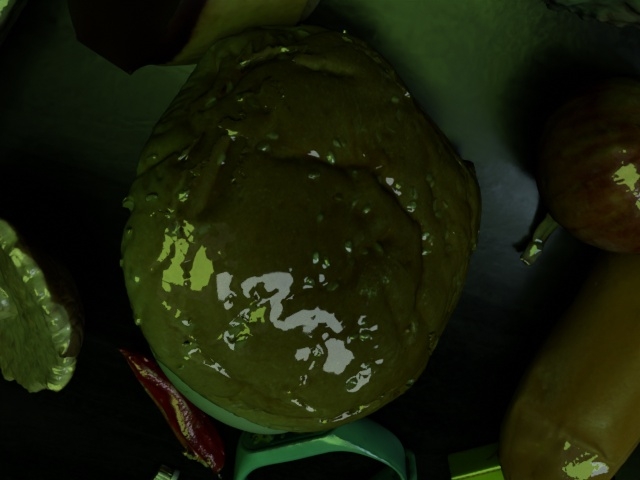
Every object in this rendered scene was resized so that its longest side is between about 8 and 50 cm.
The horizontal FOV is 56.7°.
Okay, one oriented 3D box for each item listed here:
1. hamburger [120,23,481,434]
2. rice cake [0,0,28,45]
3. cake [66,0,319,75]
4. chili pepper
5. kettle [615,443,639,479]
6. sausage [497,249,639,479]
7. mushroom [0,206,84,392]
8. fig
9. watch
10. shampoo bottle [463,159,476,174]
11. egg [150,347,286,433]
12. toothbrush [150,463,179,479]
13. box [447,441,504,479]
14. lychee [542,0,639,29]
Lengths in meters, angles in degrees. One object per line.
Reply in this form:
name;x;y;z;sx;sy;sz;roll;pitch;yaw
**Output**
hamburger;0.002;-0.001;0.426;0.285;0.265;0.134;36;153;-29
rice cake;-0.301;-0.164;0.479;0.070;0.064;0.399;35;100;-21
cake;-0.070;-0.219;0.438;0.208;0.178;0.185;-41;70;37
chili pepper;-0.166;0.224;0.737;0.050;0.059;0.268;-36;114;-23
kettle;0.528;0.340;0.689;0.265;0.205;0.318;-31;111;20
sausage;0.294;0.153;0.638;0.134;0.116;0.354;31;120;20
mushroom;-0.346;0.115;0.553;0.208;0.301;0.233;30;148;-32
fig;0.265;-0.058;0.526;0.149;0.202;0.148;2;81;14
watch;0.000;0.298;0.757;0.237;0.068;0.195;-19;117;13
shampoo bottle;0.025;-0.057;0.568;0.236;0.068;0.067;3;118;-2
egg;-0.067;0.083;0.578;0.183;0.183;0.264;-14;127;9
toothbrush;-0.290;0.435;0.864;0.030;0.025;0.342;31;115;-9
box;0.310;0.396;0.812;0.187;0.047;0.335;-19;115;12
lychee;0.216;-0.265;0.355;0.255;0.255;0.274;33;81;-15
